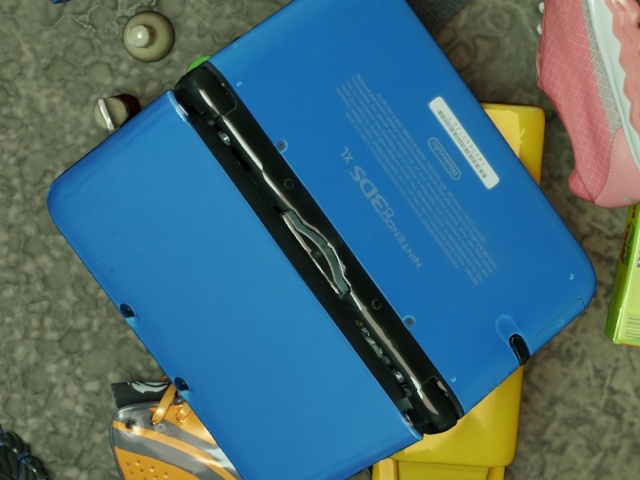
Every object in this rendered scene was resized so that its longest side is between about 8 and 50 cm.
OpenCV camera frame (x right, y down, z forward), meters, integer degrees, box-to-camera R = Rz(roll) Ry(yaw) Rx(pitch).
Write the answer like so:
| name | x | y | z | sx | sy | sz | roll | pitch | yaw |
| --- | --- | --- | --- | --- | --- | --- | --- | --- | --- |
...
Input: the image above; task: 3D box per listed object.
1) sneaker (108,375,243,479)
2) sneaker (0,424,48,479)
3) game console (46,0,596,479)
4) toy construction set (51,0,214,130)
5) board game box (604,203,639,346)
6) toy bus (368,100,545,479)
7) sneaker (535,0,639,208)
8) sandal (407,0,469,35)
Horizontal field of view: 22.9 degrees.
| name | x | y | z | sx | sy | sz | roll | pitch | yaw |
| --- | --- | --- | --- | --- | --- | --- | --- | --- | --- |
| sneaker | -0.066 | 0.101 | 1.203 | 0.180 | 0.124 | 0.321 | 13 | 97 | -3 |
| sneaker | -0.315 | 0.179 | 1.243 | 0.221 | 0.083 | 0.087 | 22 | 110 | 2 |
| game console | 0.000 | 0.000 | 1.113 | 0.250 | 0.173 | 0.293 | -38 | 95 | -25 |
| toy construction set | -0.127 | -0.229 | 1.105 | 0.258 | 0.237 | 0.308 | 2 | 98 | -1 |
| board game box | 0.286 | -0.004 | 1.233 | 0.092 | 0.043 | 0.181 | 9 | 97 | -2 |
| toy bus | 0.101 | 0.059 | 1.196 | 0.108 | 0.130 | 0.332 | 4 | 97 | -1 |
| sneaker | 0.200 | -0.170 | 1.178 | 0.116 | 0.136 | 0.313 | -1 | 76 | -39 |
| sandal | 0.036 | -0.168 | 1.203 | 0.254 | 0.054 | 0.097 | -38 | 135 | -6 |
